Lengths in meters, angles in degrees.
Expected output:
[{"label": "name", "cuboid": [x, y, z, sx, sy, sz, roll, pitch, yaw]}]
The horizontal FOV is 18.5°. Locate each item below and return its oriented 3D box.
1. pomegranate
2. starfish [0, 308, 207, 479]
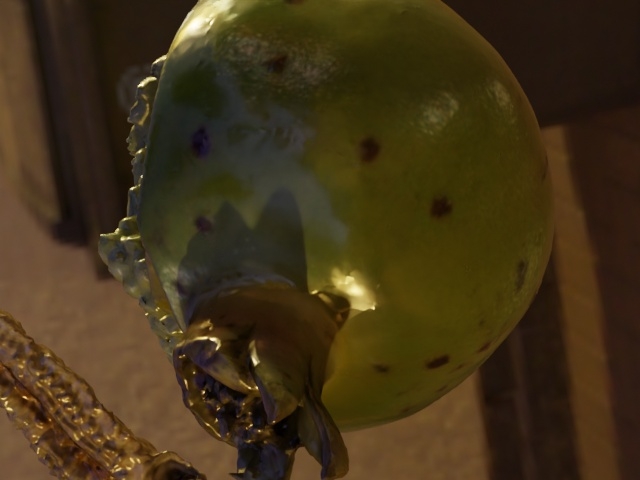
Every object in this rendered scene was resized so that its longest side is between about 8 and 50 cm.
[{"label": "pomegranate", "cuboid": [0.000, 0.000, 1.059, 0.341, 0.260, 0.260, -80, -8, -45]}, {"label": "starfish", "cuboid": [-0.176, 0.226, 1.466, 0.082, 0.432, 0.324, -46, -11, -52]}]
